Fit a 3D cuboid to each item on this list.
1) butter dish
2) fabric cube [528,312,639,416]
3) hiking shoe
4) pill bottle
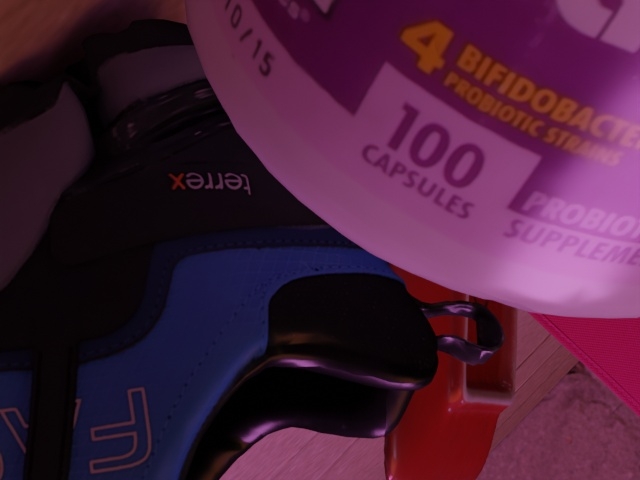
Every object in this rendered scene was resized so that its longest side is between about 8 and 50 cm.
[{"bbox_3d":[0.000,0.000,0.617,0.160,0.118,0.160,19,74,-74],"label":"butter dish"},{"bbox_3d":[0.275,-0.051,1.021,0.259,0.254,0.258,-36,162,-36],"label":"fabric cube"},{"bbox_3d":[-0.101,0.077,0.463,0.304,0.132,0.113,-43,167,-13],"label":"hiking shoe"},{"bbox_3d":[0.091,-0.130,0.359,0.169,0.169,0.301,-36,164,-39],"label":"pill bottle"}]
